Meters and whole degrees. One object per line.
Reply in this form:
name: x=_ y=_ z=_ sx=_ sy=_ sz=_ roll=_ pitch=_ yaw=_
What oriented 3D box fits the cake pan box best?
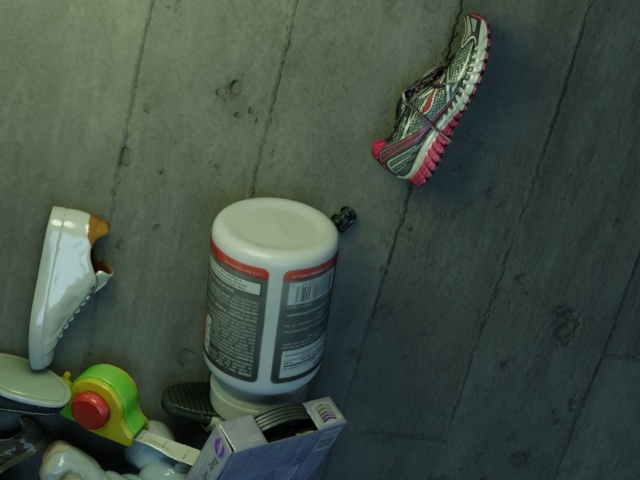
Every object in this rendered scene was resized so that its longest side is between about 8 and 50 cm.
cake pan box: x=-0.106 y=0.383 z=1.761 sx=0.246 sy=0.070 sz=0.267 roll=-9 pitch=140 yaw=-40

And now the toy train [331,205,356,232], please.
toy train: x=0.000 y=0.000 z=1.826 sx=0.158 sy=0.027 sz=0.036 roll=-40 pitch=127 yaw=6

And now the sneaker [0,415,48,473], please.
sneaker: x=-0.581 y=0.380 z=1.848 sx=0.188 sy=0.066 sz=0.071 roll=-30 pitch=97 yaw=-2

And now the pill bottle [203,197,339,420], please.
pill bottle: x=-0.092 y=0.128 z=1.751 sx=0.210 sy=0.210 sz=0.363 roll=1 pitch=121 yaw=-13

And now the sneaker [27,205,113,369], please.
sneaker: x=-0.415 y=0.092 z=1.724 sx=0.123 sy=0.106 sz=0.290 roll=11 pitch=109 yaw=-15

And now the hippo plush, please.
hippo plush: x=-0.334 y=0.430 z=1.811 sx=0.237 sy=0.294 sz=0.234 roll=-29 pitch=150 yaw=-10

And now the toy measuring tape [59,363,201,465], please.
toy measuring tape: x=-0.321 y=0.293 z=1.788 sx=0.330 sy=0.121 sz=0.121 roll=19 pitch=111 yaw=12

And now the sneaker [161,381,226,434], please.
sneaker: x=-0.144 y=0.357 z=1.896 sx=0.331 sy=0.122 sz=0.146 roll=16 pitch=107 yaw=-19

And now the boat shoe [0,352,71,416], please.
boat shoe: x=-0.575 y=0.244 z=1.749 sx=0.303 sy=0.114 sz=0.091 roll=20 pitch=112 yaw=-1

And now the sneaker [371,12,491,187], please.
sneaker: x=0.191 y=-0.239 z=1.717 sx=0.112 sy=0.121 sz=0.299 roll=27 pitch=101 yaw=-1
